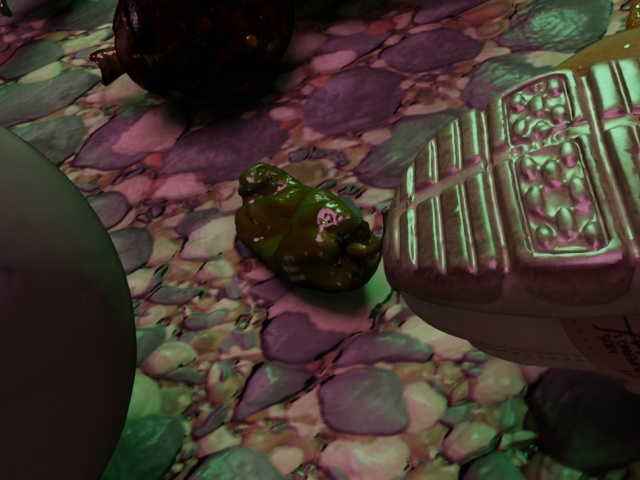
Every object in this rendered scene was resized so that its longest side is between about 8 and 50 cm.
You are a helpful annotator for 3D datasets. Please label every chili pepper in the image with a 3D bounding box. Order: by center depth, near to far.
[{"bbox_3d":[-0.003,0.000,0.876,0.072,0.073,0.204,-47,30,-6],"label":"chili pepper"}]

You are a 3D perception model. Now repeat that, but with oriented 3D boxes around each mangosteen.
[{"bbox_3d":[-0.110,-0.205,1.118,0.172,0.172,0.184,-38,21,-22],"label":"mangosteen"}]

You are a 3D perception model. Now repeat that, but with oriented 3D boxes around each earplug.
[{"bbox_3d":[-0.299,0.042,0.766,0.394,0.312,0.312,18,51,39],"label":"earplug"}]

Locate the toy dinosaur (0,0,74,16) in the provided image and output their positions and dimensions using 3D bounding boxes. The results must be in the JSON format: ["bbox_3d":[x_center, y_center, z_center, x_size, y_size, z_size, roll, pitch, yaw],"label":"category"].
[{"bbox_3d":[-0.293,-0.473,1.340,0.144,0.500,0.374,9,10,23],"label":"toy dinosaur"}]

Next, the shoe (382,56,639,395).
[{"bbox_3d":[0.210,0.028,0.630,0.351,0.198,0.172,-3,38,18],"label":"shoe"}]

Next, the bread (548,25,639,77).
[{"bbox_3d":[0.203,-0.058,0.803,0.213,0.105,0.213,-35,24,18],"label":"bread"}]

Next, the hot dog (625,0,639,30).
[{"bbox_3d":[0.263,-0.142,0.949,0.066,0.047,0.215,-9,38,20],"label":"hot dog"}]
